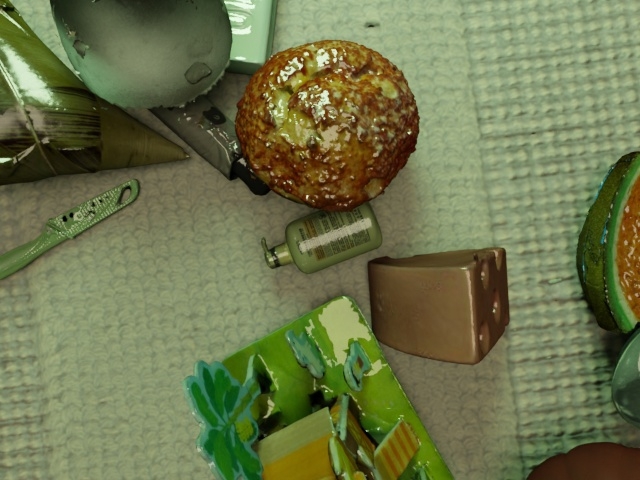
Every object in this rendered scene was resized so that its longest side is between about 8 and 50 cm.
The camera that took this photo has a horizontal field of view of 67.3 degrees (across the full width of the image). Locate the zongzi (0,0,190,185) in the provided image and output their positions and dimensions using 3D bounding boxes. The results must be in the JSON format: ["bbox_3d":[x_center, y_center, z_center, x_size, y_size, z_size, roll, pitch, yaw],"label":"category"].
[{"bbox_3d":[-0.354,-0.220,0.660,0.299,0.145,0.274,-10,83,-18],"label":"zongzi"}]

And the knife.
[{"bbox_3d":[-0.391,-0.009,0.700,0.292,0.020,0.043,-29,88,0],"label":"knife"}]

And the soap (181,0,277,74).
[{"bbox_3d":[-0.122,-0.341,0.675,0.118,0.066,0.198,6,90,-1],"label":"soap"}]

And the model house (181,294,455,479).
[{"bbox_3d":[0.002,0.264,0.545,0.242,0.313,0.358,-27,89,6],"label":"model house"}]

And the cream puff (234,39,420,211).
[{"bbox_3d":[0.010,-0.149,0.604,0.239,0.164,0.240,3,74,-11],"label":"cream puff"}]

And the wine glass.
[{"bbox_3d":[-0.237,-0.331,0.576,0.190,0.190,0.357,-24,68,0],"label":"wine glass"}]

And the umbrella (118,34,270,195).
[{"bbox_3d":[-0.193,-0.185,0.672,0.337,0.073,0.067,42,85,0],"label":"umbrella"}]

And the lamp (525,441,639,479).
[{"bbox_3d":[0.374,0.403,0.570,0.302,0.256,0.304,-17,62,36],"label":"lamp"}]

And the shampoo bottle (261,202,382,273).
[{"bbox_3d":[0.000,0.000,0.667,0.161,0.079,0.079,-22,90,1],"label":"shampoo bottle"}]

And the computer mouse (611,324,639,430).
[{"bbox_3d":[0.557,0.141,0.662,0.378,0.090,0.167,-22,89,-5],"label":"computer mouse"}]

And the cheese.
[{"bbox_3d":[0.147,0.074,0.656,0.176,0.202,0.128,-3,94,31],"label":"cheese"}]

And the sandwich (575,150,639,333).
[{"bbox_3d":[0.433,-0.003,0.666,0.158,0.079,0.235,-10,90,-3],"label":"sandwich"}]
